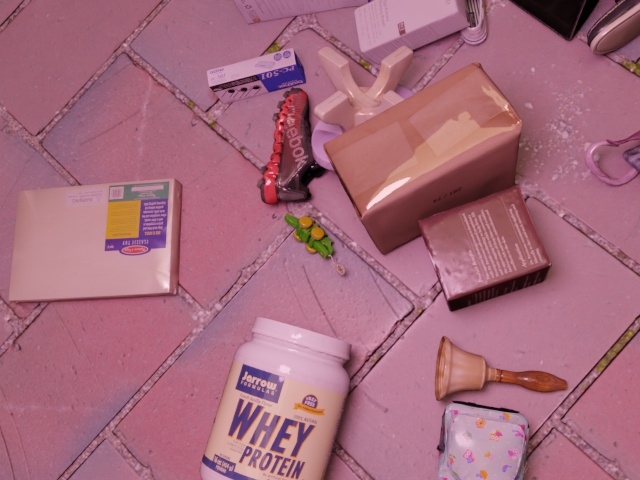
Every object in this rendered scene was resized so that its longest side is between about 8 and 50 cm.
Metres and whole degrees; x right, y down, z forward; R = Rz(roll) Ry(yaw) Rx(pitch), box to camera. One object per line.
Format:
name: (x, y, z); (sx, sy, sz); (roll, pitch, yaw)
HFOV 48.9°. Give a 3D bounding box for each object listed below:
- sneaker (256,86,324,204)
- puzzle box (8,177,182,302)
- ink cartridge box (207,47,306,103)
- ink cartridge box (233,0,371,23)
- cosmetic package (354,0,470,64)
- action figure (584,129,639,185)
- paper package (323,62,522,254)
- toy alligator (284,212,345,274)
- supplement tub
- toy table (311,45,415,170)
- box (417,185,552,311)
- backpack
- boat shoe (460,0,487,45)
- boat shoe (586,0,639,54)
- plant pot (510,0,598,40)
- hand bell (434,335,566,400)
sneaker: (-0.048, -0.205, 1.556); (0.135, 0.097, 0.275); (9, 76, 9)
puzzle box: (-0.522, 0.005, 1.639); (0.409, 0.052, 0.271); (-3, 76, 12)
ink cartridge box: (-0.146, -0.376, 1.619); (0.207, 0.097, 0.046); (-12, 74, 10)
ink cartridge box: (-0.063, -0.596, 1.546); (0.308, 0.303, 0.072); (-8, 76, 11)
cosmetic package: (0.197, -0.487, 1.537); (0.231, 0.086, 0.117); (-18, 72, 31)
action figure: (0.734, -0.254, 1.372); (0.276, 0.248, 0.370); (-5, 54, 55)
paper package: (0.206, -0.143, 1.366); (0.325, 0.309, 0.168); (-28, 70, 5)
toy alligator: (0.000, 0.000, 1.519); (0.190, 0.056, 0.051); (43, 49, 19)
supplement tub: (-0.078, 0.330, 1.357); (0.236, 0.235, 0.324); (14, 80, 16)
toy table: (0.094, -0.281, 1.458); (0.252, 0.160, 0.274); (30, 62, 20)
box: (0.318, 0.021, 1.375); (0.203, 0.167, 0.168); (-19, 73, 8)
backpack: (0.298, 0.404, 1.302); (0.166, 0.144, 0.188); (8, 85, 10)
boat shoe: (0.328, -0.547, 1.560); (0.083, 0.076, 0.226); (-17, 73, 9)
boat shoe: (0.664, -0.515, 1.447); (0.340, 0.127, 0.113); (-37, 70, 1)
plant pot: (0.523, -0.574, 1.473); (0.167, 0.187, 0.188); (-41, 70, -11)
hand bell: (0.350, 0.261, 1.355); (0.242, 0.126, 0.126); (7, 78, 3)
